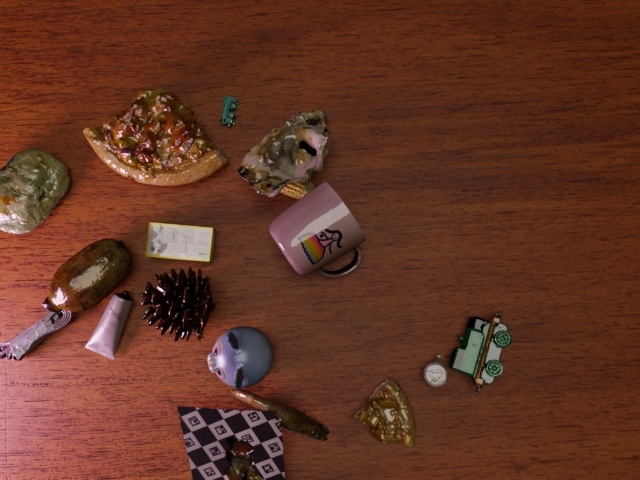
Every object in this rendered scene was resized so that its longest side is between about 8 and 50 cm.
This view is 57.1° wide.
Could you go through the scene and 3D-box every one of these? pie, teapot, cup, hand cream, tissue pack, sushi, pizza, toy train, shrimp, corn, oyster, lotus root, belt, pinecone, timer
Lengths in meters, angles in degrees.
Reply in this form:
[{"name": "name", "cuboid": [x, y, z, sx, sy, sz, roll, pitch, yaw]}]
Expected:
[{"name": "pie", "cuboid": [-0.822, -0.141, 1.617, 0.201, 0.090, 0.248, 31, 79, 7]}, {"name": "teapot", "cuboid": [0.307, 0.348, 1.567, 0.064, 0.064, 0.083, 12, 77, 8]}, {"name": "cup", "cuboid": [0.000, 0.000, 1.571, 0.200, 0.191, 0.253, -35, 116, -2]}, {"name": "hand cream", "cuboid": [-0.560, 0.221, 1.588, 0.087, 0.054, 0.186, 23, 89, 6]}, {"name": "tissue pack", "cuboid": [-0.380, 0.007, 1.612, 0.176, 0.062, 0.095, 4, 84, -1]}, {"name": "sushi", "cuboid": [-0.211, 0.533, 1.497, 0.264, 0.050, 0.290, -1, 110, 10]}, {"name": "pizza", "cuboid": [0.165, 0.459, 1.551, 0.161, 0.062, 0.182, -5, 83, 0]}, {"name": "toy train", "cuboid": [0.423, 0.289, 1.565, 0.136, 0.091, 0.227, 14, 82, 12]}, {"name": "shrimp", "cuboid": [-0.110, 0.449, 1.529, 0.296, 0.169, 0.058, 37, 69, -30]}, {"name": "corn", "cuboid": [-0.111, -0.167, 1.638, 0.206, 0.067, 0.067, 23, 82, 3]}, {"name": "oyster", "cuboid": [-0.072, -0.228, 1.601, 0.201, 0.107, 0.354, 23, 60, 31]}, {"name": "lotus root", "cuboid": [-0.620, 0.099, 1.562, 0.260, 0.128, 0.145, -39, 64, -15]}, {"name": "belt", "cuboid": [-0.761, 0.252, 1.578, 0.232, 0.053, 0.071, -34, 84, -6]}, {"name": "pizza", "cuboid": [-0.448, -0.287, 1.637, 0.409, 0.114, 0.277, 18, 87, 0]}, {"name": "pinecone", "cuboid": [-0.368, 0.165, 1.521, 0.208, 0.208, 0.207, 0, 82, 0]}, {"name": "timer", "cuboid": [-0.221, 0.300, 1.485, 0.175, 0.255, 0.175, -1, 87, 22]}, {"name": "toy train", "cuboid": [-0.263, -0.371, 1.687, 0.045, 0.029, 0.092, 9, 83, 8]}]
